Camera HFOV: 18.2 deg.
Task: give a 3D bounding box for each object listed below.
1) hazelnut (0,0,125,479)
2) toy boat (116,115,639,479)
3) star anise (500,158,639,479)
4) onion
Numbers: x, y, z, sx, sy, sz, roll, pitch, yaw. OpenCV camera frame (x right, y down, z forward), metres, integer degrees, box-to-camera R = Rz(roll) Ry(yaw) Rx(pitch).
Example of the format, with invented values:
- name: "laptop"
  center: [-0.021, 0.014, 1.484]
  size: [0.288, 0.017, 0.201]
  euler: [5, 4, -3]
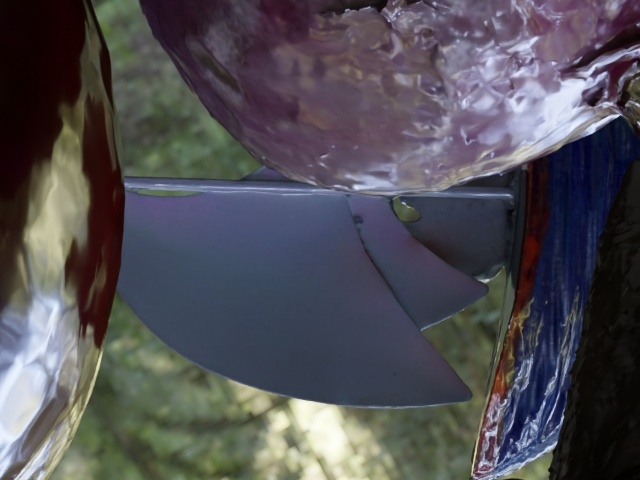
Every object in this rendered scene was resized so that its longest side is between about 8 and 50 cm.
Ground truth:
- name: "hazelnut"
  center: [-0.265, -0.048, 0.685]
  size: [0.402, 0.429, 0.402]
  euler: [-57, -178, 4]
- name: "toy boat"
  center: [0.018, 0.022, 0.954]
  size: [0.318, 0.219, 0.072]
  euler: [-18, 160, -7]
- name: "star anise"
  center: [0.097, 0.118, 0.404]
  size: [0.109, 0.349, 0.292]
  euler: [-51, 176, 39]
- name: "onion"
  center: [0.021, -0.188, 0.667]
  size: [0.267, 0.349, 0.159]
  euler: [-35, 147, -15]
